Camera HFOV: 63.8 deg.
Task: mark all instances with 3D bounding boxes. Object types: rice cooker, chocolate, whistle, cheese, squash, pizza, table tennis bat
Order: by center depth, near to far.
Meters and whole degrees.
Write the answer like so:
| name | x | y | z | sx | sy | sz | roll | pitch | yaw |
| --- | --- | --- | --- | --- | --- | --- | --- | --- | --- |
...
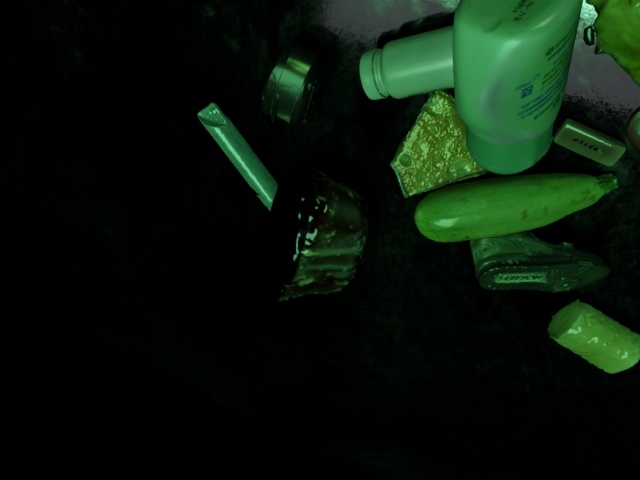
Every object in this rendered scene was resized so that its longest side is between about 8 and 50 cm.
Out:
| name | x | y | z | sx | sy | sz | roll | pitch | yaw |
| --- | --- | --- | --- | --- | --- | --- | --- | --- | --- |
| table tennis bat | 0.597 | -0.173 | 0.871 | 0.154 | 0.019 | 0.098 | 39 | 136 | -3 |
| squash | 0.369 | -0.069 | 0.999 | 0.370 | 0.118 | 0.118 | -10 | 126 | 10 |
| pizza | 0.222 | -0.198 | 1.019 | 0.188 | 0.081 | 0.204 | -22 | 114 | 15 |
| rice cooker | -0.057 | -0.313 | 1.041 | 0.106 | 0.112 | 0.165 | 20 | 137 | 4 |
| cheese | 0.615 | 0.219 | 1.155 | 0.167 | 0.094 | 0.123 | 31 | 135 | 0 |
| chocolate | 0.000 | 0.000 | 1.217 | 0.210 | 0.225 | 0.340 | 2 | 134 | -20 |
| whistle | -0.183 | -0.194 | 1.255 | 0.062 | 0.062 | 0.312 | -18 | 118 | 39 |

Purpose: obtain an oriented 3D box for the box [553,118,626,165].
| name | x | y | z | sx | sy | sz | roll | pitch | yaw |
| --- | --- | --- | --- | --- | --- | --- | --- | --- | --- |
| box | 0.483 | -0.175 | 0.925 | 0.115 | 0.025 | 0.048 | 27 | 135 | 6 |

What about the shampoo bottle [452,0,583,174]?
| name | x | y | z | sx | sy | sz | roll | pitch | yaw |
| --- | --- | --- | --- | --- | --- | --- | --- | --- | --- |
| shampoo bottle | 0.303 | -0.243 | 0.815 | 0.151 | 0.222 | 0.349 | 29 | 163 | 29 |

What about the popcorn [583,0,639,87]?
| name | x | y | z | sx | sy | sz | roll | pitch | yaw |
| --- | --- | --- | --- | --- | --- | --- | --- | --- | --- |
| popcorn | 0.482 | -0.288 | 0.658 | 0.215 | 0.252 | 0.286 | -47 | 66 | 17 |

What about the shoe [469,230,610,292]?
| name | x | y | z | sx | sy | sz | roll | pitch | yaw |
| --- | --- | --- | --- | --- | --- | --- | --- | --- | --- |
| shoe | 0.446 | 0.022 | 1.068 | 0.292 | 0.149 | 0.109 | 0 | 142 | -13 |

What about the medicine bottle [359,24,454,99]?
| name | x | y | z | sx | sy | sz | roll | pitch | yaw |
| --- | --- | --- | --- | --- | --- | --- | --- | --- | --- |
| medicine bottle | 0.172 | -0.313 | 0.918 | 0.186 | 0.103 | 0.103 | -3 | 127 | 32 |
